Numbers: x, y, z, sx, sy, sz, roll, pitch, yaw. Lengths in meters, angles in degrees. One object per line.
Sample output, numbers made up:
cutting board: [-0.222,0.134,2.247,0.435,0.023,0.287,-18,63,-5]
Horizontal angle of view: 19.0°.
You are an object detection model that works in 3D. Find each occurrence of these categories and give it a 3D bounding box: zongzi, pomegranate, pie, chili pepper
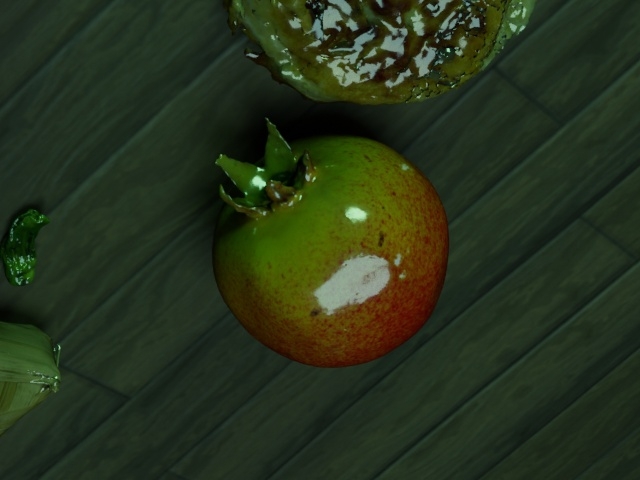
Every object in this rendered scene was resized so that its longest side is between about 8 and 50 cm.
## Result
zongzi: [-0.364,0.148,1.801,0.194,0.099,0.197,17,129,-36]
pomegranate: [0.000,0.000,1.751,0.221,0.221,0.257,-37,128,11]
pie: [0.062,-0.237,1.638,0.308,0.085,0.308,-13,134,-13]
chili pepper: [-0.273,0.005,1.755,0.030,0.034,0.091,-31,149,-48]
